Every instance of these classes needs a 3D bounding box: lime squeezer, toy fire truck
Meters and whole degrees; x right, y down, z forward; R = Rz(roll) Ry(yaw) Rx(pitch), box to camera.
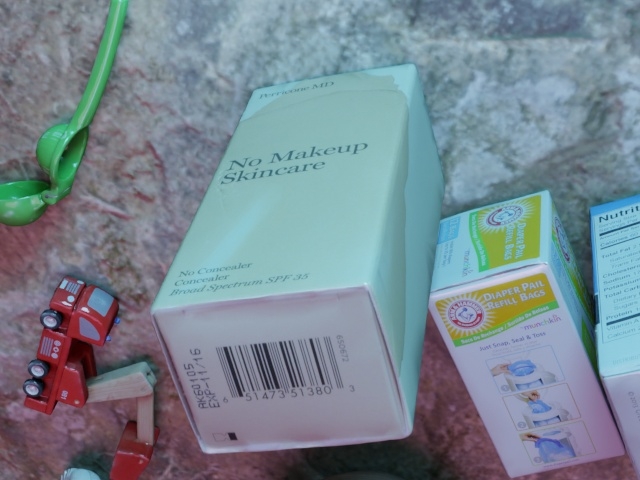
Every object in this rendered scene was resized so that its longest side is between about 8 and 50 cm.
[{"bbox_3d":[-0.243,-0.080,0.999,0.310,0.059,0.109,-30,83,26],"label":"lime squeezer"},{"bbox_3d":[-0.206,0.133,1.121,0.135,0.047,0.192,20,122,-4],"label":"toy fire truck"}]

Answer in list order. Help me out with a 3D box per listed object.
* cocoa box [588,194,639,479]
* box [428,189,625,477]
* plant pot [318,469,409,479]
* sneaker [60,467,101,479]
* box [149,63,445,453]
[{"bbox_3d":[0.366,0.136,0.918,0.232,0.228,0.347,-16,118,19],"label":"cocoa box"},{"bbox_3d":[0.171,0.078,0.982,0.103,0.114,0.203,-16,119,20],"label":"box"},{"bbox_3d":[0.046,0.302,1.149,0.238,0.109,0.237,4,122,6],"label":"plant pot"},{"bbox_3d":[-0.228,0.324,1.235,0.095,0.090,0.235,2,127,-7],"label":"sneaker"},{"bbox_3d":[0.000,0.000,0.844,0.148,0.311,0.121,-8,120,14],"label":"box"}]
